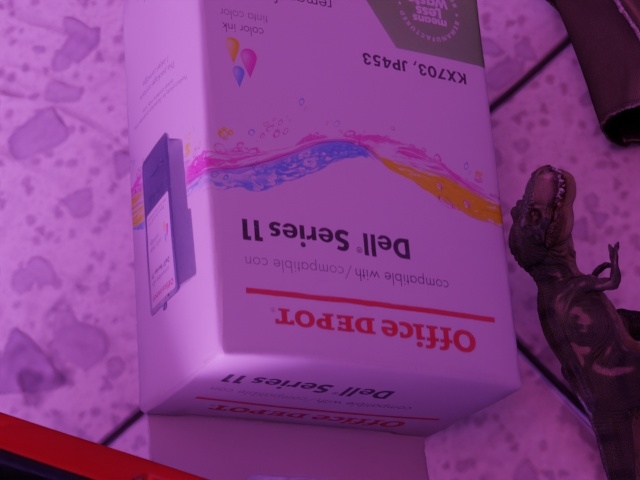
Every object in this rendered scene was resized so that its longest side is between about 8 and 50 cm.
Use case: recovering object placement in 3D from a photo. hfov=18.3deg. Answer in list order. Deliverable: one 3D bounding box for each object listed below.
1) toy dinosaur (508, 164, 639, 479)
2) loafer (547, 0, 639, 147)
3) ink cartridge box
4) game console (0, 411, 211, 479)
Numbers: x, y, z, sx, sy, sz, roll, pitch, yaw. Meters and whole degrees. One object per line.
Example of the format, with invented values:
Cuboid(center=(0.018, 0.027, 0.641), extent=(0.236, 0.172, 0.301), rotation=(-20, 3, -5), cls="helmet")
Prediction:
Cuboid(center=(0.196, 0.077, 1.214), extent=(0.118, 0.064, 0.268), rotation=(-17, 87, -21), cls="toy dinosaur")
Cuboid(center=(0.208, -0.112, 1.275), extent=(0.087, 0.094, 0.251), rotation=(-37, 68, -12), cls="loafer")
Cuboid(center=(0.000, 0.000, 1.197), extent=(0.207, 0.119, 0.353), rotation=(7, 65, -28), cls="ink cartridge box")
Cuboid(center=(-0.140, 0.287, 1.106), extent=(0.386, 0.060, 0.342), rotation=(14, 96, 24), cls="game console")
